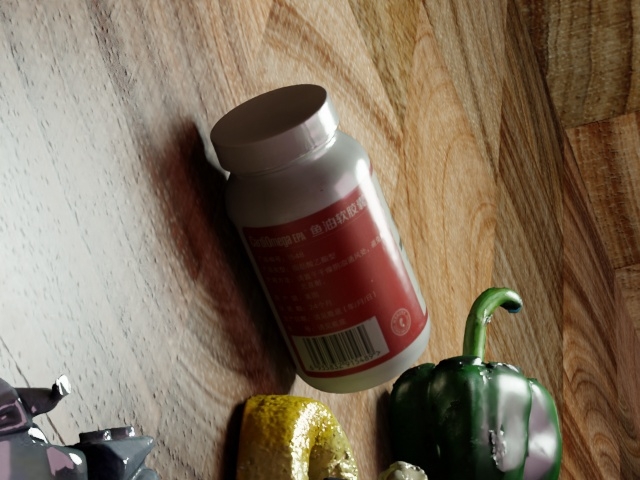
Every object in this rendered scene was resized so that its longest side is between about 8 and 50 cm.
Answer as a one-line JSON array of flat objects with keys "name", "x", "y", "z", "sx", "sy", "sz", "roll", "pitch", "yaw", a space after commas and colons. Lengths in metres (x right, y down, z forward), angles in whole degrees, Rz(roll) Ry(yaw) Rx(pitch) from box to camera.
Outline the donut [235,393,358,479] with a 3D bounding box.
[{"name": "donut", "x": -0.014, "y": 0.203, "z": 1.457, "sx": 0.162, "sy": 0.065, "sz": 0.178, "roll": 58, "pitch": 26, "yaw": -46}]

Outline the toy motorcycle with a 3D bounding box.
[{"name": "toy motorcycle", "x": -0.160, "y": 0.140, "z": 0.992, "sx": 0.270, "sy": 0.106, "sz": 0.159, "roll": -2, "pitch": 84, "yaw": -68}]

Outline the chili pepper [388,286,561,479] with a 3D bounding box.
[{"name": "chili pepper", "x": 0.156, "y": 0.174, "z": 1.855, "sx": 0.174, "sy": 0.165, "sz": 0.261, "roll": 25, "pitch": 55, "yaw": -46}]

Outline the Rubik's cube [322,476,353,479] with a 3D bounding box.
[{"name": "Rubik's cube", "x": 0.002, "y": 0.281, "z": 0.859, "sx": 0.307, "sy": 0.305, "sz": 0.310, "roll": -2, "pitch": 93, "yaw": -48}]

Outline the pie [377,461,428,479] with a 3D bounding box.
[{"name": "pie", "x": 0.049, "y": 0.279, "z": 1.485, "sx": 0.195, "sy": 0.046, "sz": 0.195, "roll": -166, "pitch": -90, "yaw": -88}]

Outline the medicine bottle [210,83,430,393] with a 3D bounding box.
[{"name": "medicine bottle", "x": 0.000, "y": 0.000, "z": 1.549, "sx": 0.131, "sy": 0.131, "sz": 0.250, "roll": -72, "pitch": 145, "yaw": -59}]
